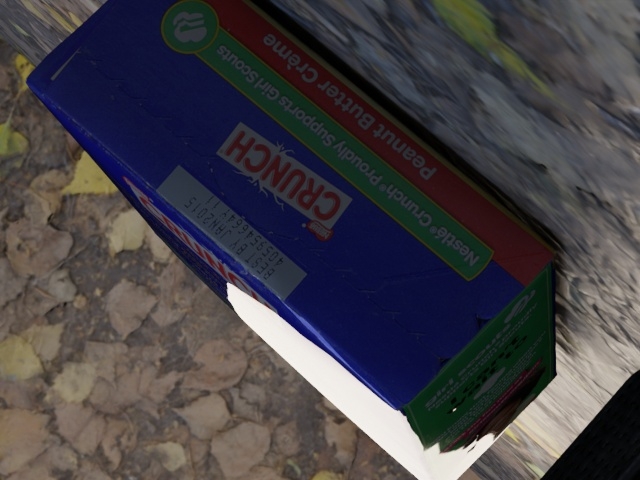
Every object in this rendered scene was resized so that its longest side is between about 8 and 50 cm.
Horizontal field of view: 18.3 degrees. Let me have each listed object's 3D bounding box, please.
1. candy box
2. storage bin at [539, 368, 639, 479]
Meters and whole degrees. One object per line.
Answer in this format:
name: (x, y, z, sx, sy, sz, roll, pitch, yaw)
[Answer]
candy box: (0.000, 0.000, 1.132, 0.268, 0.122, 0.317, 42, 175, 15)
storage bin: (0.201, 0.163, 0.986, 0.180, 0.122, 0.084, 44, 173, -21)
